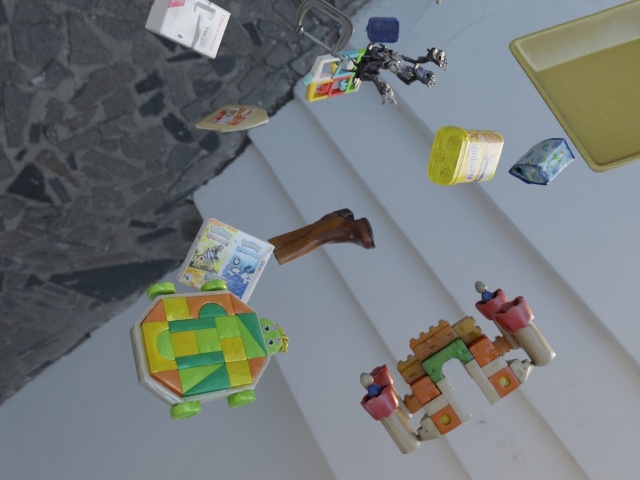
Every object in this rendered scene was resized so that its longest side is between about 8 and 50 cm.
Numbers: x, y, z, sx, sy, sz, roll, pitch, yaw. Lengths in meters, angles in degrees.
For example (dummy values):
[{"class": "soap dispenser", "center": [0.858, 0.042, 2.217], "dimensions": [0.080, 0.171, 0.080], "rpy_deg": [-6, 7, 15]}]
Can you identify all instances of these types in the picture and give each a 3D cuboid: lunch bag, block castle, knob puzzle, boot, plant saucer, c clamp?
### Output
[{"class": "lunch bag", "center": [0.655, -0.237, 1.668], "dimensions": [0.129, 0.151, 0.096], "rpy_deg": [-42, 114, -9]}, {"class": "block castle", "center": [0.310, 0.293, 1.379], "dimensions": [0.453, 0.212, 0.303], "rpy_deg": [-34, 177, 4]}, {"class": "knob puzzle", "center": [-0.242, -0.354, 1.649], "dimensions": [0.213, 0.213, 0.030], "rpy_deg": [-21, 126, -21]}, {"class": "boot", "center": [0.000, 0.000, 1.645], "dimensions": [0.281, 0.264, 0.096], "rpy_deg": [-21, 123, -14]}, {"class": "plant saucer", "center": [0.554, -0.273, 0.993], "dimensions": [0.333, 0.332, 0.081], "rpy_deg": [-17, 149, 0]}, {"class": "c clamp", "center": [0.004, -0.482, 1.304], "dimensions": [0.137, 0.161, 0.022], "rpy_deg": [-49, -172, 27]}, {"class": "lunch bag", "center": [0.174, -0.596, 1.574], "dimensions": [0.099, 0.065, 0.067], "rpy_deg": [4, 117, 1]}]

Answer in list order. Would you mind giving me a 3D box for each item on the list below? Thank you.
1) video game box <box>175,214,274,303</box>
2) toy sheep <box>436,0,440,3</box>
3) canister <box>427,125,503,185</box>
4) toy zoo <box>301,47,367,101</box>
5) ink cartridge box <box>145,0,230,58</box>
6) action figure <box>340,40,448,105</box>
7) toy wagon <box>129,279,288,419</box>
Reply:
[{"class": "video game box", "center": [-0.250, 0.057, 1.479], "dimensions": [0.205, 0.048, 0.187], "rpy_deg": [25, 89, -32]}, {"class": "toy sheep", "center": [0.297, -0.683, 1.442], "dimensions": [0.091, 0.091, 0.132], "rpy_deg": [-17, 114, -27]}, {"class": "canister", "center": [0.324, -0.188, 1.231], "dimensions": [0.170, 0.073, 0.126], "rpy_deg": [-9, 118, -42]}, {"class": "toy zoo", "center": [0.051, -0.623, 2.102], "dimensions": [0.293, 0.030, 0.192], "rpy_deg": [-22, 153, -31]}, {"class": "ink cartridge box", "center": [-0.410, -0.686, 1.736], "dimensions": [0.218, 0.092, 0.158], "rpy_deg": [9, 108, -52]}, {"class": "action figure", "center": [0.192, -0.450, 1.499], "dimensions": [0.141, 0.276, 0.164], "rpy_deg": [46, 66, -46]}, {"class": "toy wagon", "center": [-0.206, 0.207, 1.139], "dimensions": [0.345, 0.267, 0.068], "rpy_deg": [-1, 151, -36]}]
